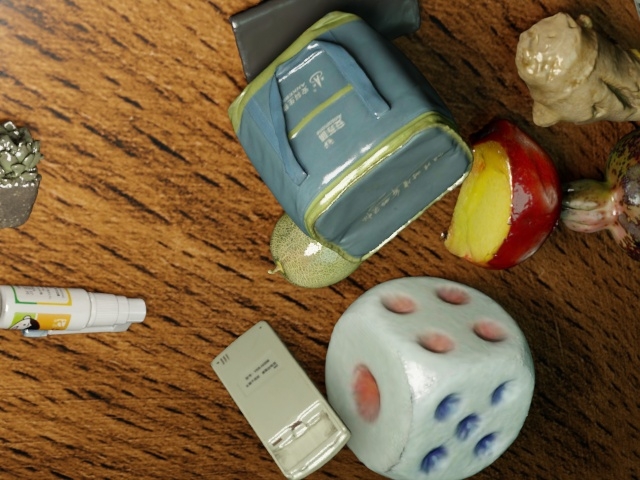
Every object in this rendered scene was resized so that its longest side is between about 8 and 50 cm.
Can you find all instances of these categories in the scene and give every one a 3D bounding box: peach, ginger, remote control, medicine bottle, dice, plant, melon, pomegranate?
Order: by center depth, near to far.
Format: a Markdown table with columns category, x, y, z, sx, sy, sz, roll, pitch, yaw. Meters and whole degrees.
| category | x | y | z | sx | sy | sz | roll | pitch | yaw |
| --- | --- | --- | --- | --- | --- | --- | --- | --- | --- |
| plant | -0.401 | -0.084 | 1.470 | 0.092 | 0.094 | 0.143 | -2 | 127 | -20 |
| medicine bottle | -0.363 | 0.107 | 1.658 | 0.221 | 0.061 | 0.092 | 4 | 143 | -35 |
| melon | 0.000 | 0.000 | 1.758 | 0.192 | 0.139 | 0.139 | -34 | 134 | -14 |
| remote control | -0.063 | 0.246 | 1.790 | 0.123 | 0.285 | 0.038 | -40 | 137 | -3 |
| ginger | 0.445 | -0.261 | 1.872 | 0.354 | 0.126 | 0.189 | 6 | 112 | -34 |
| peach | 0.323 | -0.076 | 1.915 | 0.154 | 0.159 | 0.267 | -12 | 125 | -34 |
| dice | 0.181 | 0.234 | 1.956 | 0.263 | 0.268 | 0.264 | -8 | 124 | -30 |
| pomegranate | 0.563 | -0.075 | 2.009 | 0.341 | 0.285 | 0.285 | -7 | 128 | -2 |

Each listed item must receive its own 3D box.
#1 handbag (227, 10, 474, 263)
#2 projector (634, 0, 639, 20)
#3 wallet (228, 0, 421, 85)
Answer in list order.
| category | x | y | z | sx | sy | sz | roll | pitch | yaw |
| --- | --- | --- | --- | --- | --- | --- | --- | --- | --- |
| handbag | 0.038 | -0.142 | 1.579 | 0.263 | 0.241 | 0.222 | -41 | 150 | 7 |
| projector | 0.601 | -0.405 | 1.918 | 0.147 | 0.061 | 0.115 | -37 | 136 | -4 |
| wallet | 0.011 | -0.306 | 1.623 | 0.285 | 0.030 | 0.146 | -28 | 129 | -15 |
